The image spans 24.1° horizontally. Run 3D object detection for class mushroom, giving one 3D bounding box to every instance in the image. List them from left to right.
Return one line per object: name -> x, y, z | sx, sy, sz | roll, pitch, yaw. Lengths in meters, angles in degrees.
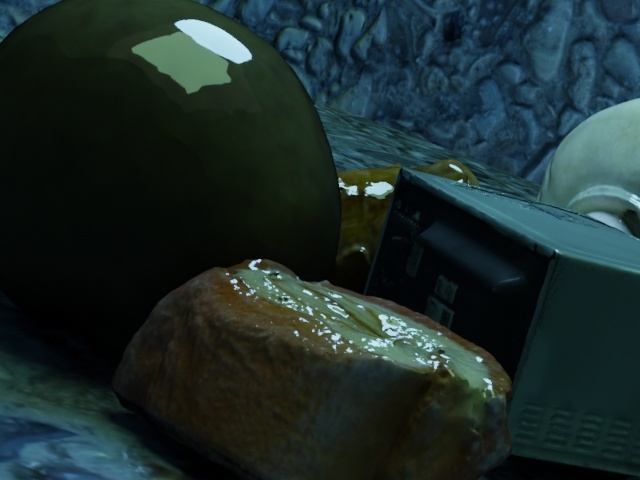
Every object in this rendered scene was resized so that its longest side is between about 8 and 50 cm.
mushroom -> 0.337, 0.023, 1.606 | 0.315, 0.356, 0.315 | 51, 14, -18

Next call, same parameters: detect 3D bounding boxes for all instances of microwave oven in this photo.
microwave oven -> 0.185, 0.074, 1.250 | 0.237, 0.181, 0.295 | 12, 11, -23

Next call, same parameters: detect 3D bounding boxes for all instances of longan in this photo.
longan -> -0.123, -0.043, 1.124 | 0.297, 0.297, 0.297 | 17, 9, -3

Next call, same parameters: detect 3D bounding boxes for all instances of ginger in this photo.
ginger -> 0.000, 0.000, 1.436 | 0.321, 0.172, 0.165 | 1, 35, -3

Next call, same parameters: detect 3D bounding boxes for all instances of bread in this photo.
bread -> 0.012, 0.101, 0.957 | 0.244, 0.123, 0.190 | 27, 11, 38
